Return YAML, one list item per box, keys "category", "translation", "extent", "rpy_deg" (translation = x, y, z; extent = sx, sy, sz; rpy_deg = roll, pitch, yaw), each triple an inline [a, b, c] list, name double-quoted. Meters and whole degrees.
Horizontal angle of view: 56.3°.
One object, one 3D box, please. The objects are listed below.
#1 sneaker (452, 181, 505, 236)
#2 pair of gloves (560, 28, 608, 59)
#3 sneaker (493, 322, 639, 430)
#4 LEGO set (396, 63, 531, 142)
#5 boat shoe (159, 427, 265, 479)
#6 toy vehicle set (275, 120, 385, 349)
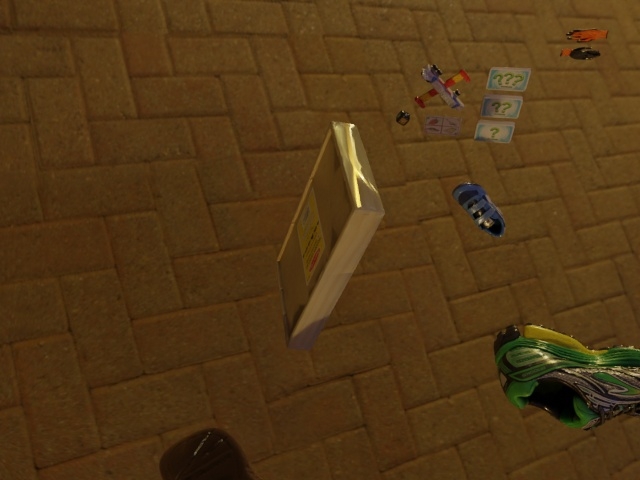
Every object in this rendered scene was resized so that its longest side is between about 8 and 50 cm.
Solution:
- category: "sneaker"
  translation: [0.311, -0.059, 1.153]
  extent: [0.144, 0.053, 0.059]
  rpy_deg: [35, 33, -28]
- category: "pair of gloves"
  translation: [0.509, -0.378, 1.155]
  extent: [0.074, 0.083, 0.010]
  rpy_deg: [5, 68, 12]
- category: "sneaker"
  translation: [0.451, 0.254, 0.967]
  extent: [0.344, 0.134, 0.146]
  rpy_deg: [12, 43, 4]
- category: "LEGO set"
  translation: [0.277, -0.263, 1.196]
  extent: [0.244, 0.182, 0.060]
  rpy_deg: [5, 52, 5]
- category: "boat shoe"
  translation: [-0.076, 0.318, 0.615]
  extent: [0.122, 0.341, 0.110]
  rpy_deg: [-20, 109, -18]
- category: "toy vehicle set"
  translation: [0.000, 0.000, 0.781]
  extent: [0.035, 0.266, 0.166]
  rpy_deg: [7, 45, -19]
